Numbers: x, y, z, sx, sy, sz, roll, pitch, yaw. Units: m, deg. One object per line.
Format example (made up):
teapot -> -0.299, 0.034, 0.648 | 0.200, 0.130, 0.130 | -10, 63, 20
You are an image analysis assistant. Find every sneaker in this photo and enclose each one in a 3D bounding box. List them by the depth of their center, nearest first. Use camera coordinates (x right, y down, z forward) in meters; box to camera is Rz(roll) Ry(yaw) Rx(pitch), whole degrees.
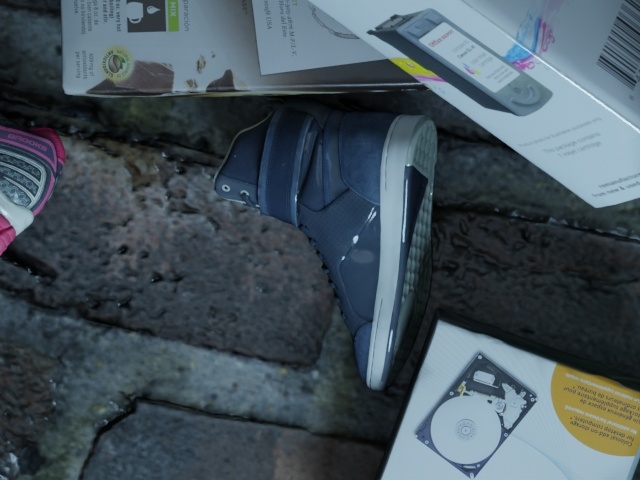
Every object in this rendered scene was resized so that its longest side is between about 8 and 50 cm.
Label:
sneaker -> 0.001, -0.001, 1.401 | 0.163, 0.086, 0.226 | 11, 113, 19
sneaker -> -0.335, -0.108, 1.402 | 0.299, 0.121, 0.112 | 39, 66, 0

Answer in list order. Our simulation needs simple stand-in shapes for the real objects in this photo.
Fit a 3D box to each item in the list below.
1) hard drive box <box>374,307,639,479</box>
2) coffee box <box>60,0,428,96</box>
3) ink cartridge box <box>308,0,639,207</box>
hard drive box -> 0.135, 0.192, 1.401 | 0.181, 0.089, 0.232 | 19, 95, 2
coffee box -> -0.030, -0.166, 1.344 | 0.297, 0.168, 0.119 | -1, 94, 3
ink cartridge box -> 0.143, -0.197, 1.193 | 0.306, 0.131, 0.226 | 33, 67, -19
